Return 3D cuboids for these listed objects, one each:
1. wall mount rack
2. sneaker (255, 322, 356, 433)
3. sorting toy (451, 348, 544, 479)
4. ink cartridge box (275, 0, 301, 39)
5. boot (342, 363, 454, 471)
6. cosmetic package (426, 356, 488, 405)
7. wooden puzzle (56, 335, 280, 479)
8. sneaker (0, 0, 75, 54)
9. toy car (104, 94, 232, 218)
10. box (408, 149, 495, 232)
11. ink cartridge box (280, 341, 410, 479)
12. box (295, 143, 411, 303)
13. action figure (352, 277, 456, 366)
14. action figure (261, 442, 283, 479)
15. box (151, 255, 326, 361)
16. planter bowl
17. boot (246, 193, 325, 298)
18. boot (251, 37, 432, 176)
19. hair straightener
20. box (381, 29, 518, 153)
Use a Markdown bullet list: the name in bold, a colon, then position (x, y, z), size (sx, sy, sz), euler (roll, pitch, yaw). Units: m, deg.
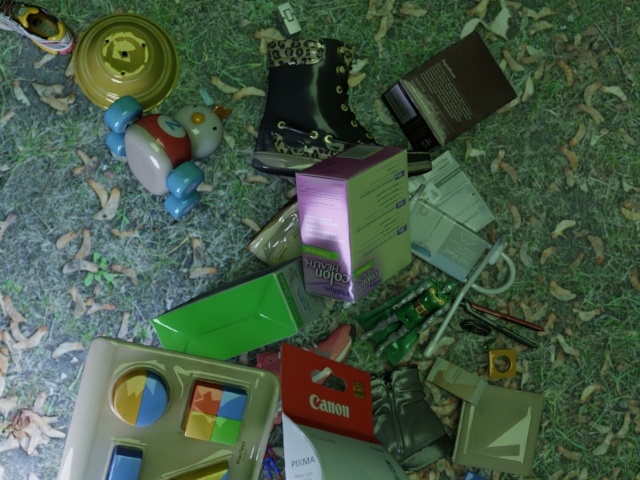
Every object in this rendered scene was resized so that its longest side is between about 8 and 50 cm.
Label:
- **wall mount rack**: position (0.221, 0.060, 1.804), size (0.350, 0.130, 0.304), euler (32, 120, 4)
- **sneaker**: position (-0.061, 0.263, 1.761), size (0.314, 0.116, 0.136), euler (-42, 93, -9)
- **sorting toy**: position (0.385, 0.408, 1.868), size (0.196, 0.047, 0.347), euler (12, 86, -13)
- **ink cartridge box**: position (-0.072, -0.476, 1.823), size (0.028, 0.048, 0.083), euler (-24, 91, -10)
- **boot**: position (0.094, 0.413, 1.798), size (0.338, 0.118, 0.222), euler (-26, 85, -17)
- **cosmetic package**: position (0.291, 0.301, 1.824), size (0.115, 0.041, 0.060), euler (22, 80, 36)
- **wooden puzzle**: position (-0.271, 0.360, 1.512), size (0.348, 0.080, 0.321), euler (14, 93, -8)
- **sneaker**: position (-0.599, -0.459, 1.710), size (0.225, 0.093, 0.088), euler (25, 84, -7)
- **toy car**: position (-0.271, -0.212, 1.714), size (0.238, 0.210, 0.219), euler (-41, 83, -21)
- **box**: position (0.272, -0.082, 1.872), size (0.145, 0.038, 0.186), euler (-36, 93, -8)
- **ink cartridge box**: position (0.058, 0.393, 1.576), size (0.308, 0.091, 0.384), euler (28, 50, -48)
- **box**: position (0.068, -0.039, 1.627), size (0.214, 0.117, 0.242), euler (-32, 123, -48)
- **action figure**: position (0.188, 0.151, 1.755), size (0.232, 0.063, 0.137), euler (-41, 94, 23)
- **action figure**: position (-0.109, 0.463, 1.789), size (0.038, 0.030, 0.115), euler (-24, 90, -5)
- **box**: position (-0.151, 0.138, 1.650), size (0.262, 0.231, 0.126), euler (-22, 91, 15)
- **planter bowl**: position (-0.398, -0.372, 1.743), size (0.217, 0.090, 0.217), euler (1, 87, -10)
- **boot**: position (0.000, 0.000, 1.750), size (0.203, 0.095, 0.262), euler (45, 115, -7)
- **boot**: position (0.050, -0.270, 1.791), size (0.378, 0.138, 0.284), euler (2, 87, 1)
- **hair straightener**: position (0.373, 0.194, 1.872), size (0.231, 0.047, 0.089), euler (22, 84, -8)
- **box**: position (0.269, -0.307, 1.814), size (0.203, 0.168, 0.167), euler (-34, 93, -9)
